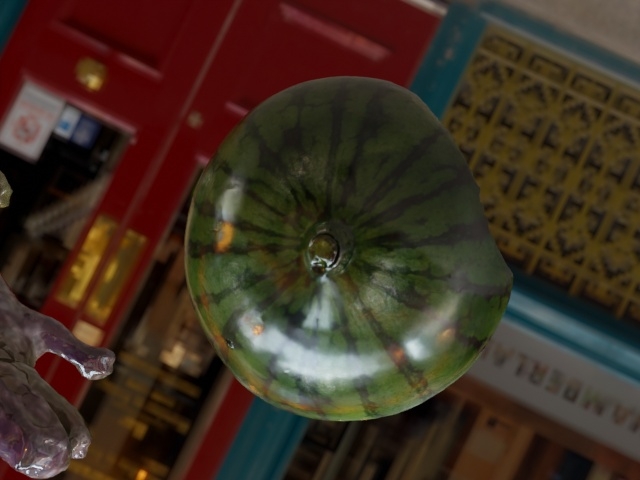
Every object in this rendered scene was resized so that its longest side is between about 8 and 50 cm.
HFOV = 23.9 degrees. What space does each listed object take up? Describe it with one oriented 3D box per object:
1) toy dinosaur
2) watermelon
[{"bbox_3d":[-0.192,0.006,0.657,0.251,0.072,0.200,44,-169,-1],"label":"toy dinosaur"},{"bbox_3d":[0.000,0.000,1.387,0.330,0.331,0.189,25,176,20],"label":"watermelon"}]
